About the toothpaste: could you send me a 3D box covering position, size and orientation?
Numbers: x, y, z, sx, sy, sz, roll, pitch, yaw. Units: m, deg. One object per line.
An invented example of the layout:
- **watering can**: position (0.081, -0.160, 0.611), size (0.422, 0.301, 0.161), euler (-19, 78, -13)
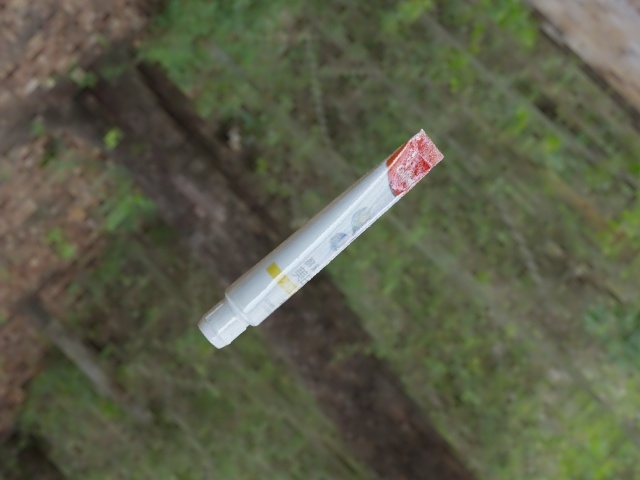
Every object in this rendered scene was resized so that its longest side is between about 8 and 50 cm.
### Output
- **toothpaste**: position (0.000, 0.000, 1.174), size (0.190, 0.031, 0.048), euler (-40, 150, 3)
